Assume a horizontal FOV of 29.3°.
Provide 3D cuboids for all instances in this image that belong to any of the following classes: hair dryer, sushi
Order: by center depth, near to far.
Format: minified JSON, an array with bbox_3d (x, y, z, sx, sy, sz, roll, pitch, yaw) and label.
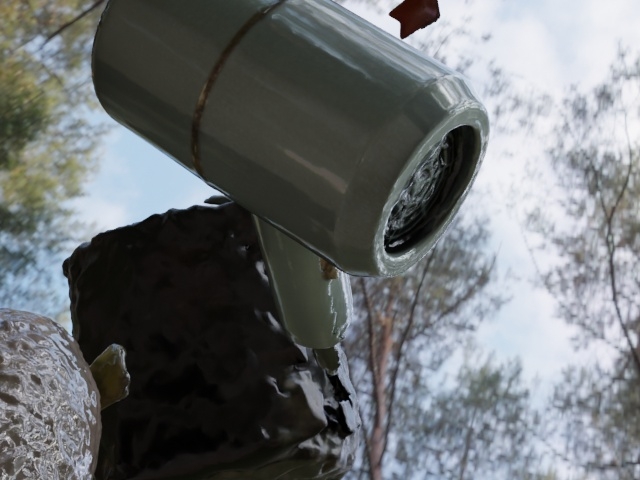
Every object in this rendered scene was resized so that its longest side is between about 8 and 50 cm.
[{"bbox_3d":[0.000,0.000,0.686,0.173,0.107,0.357,35,-20,24],"label":"hair dryer"},{"bbox_3d":[-0.108,0.120,1.238,0.281,0.299,0.294,-7,-105,-6],"label":"sushi"}]

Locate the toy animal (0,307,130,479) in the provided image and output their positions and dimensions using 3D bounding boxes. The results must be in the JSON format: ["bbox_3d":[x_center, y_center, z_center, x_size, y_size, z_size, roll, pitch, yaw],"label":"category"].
[{"bbox_3d":[-0.250,0.153,0.853,0.188,0.358,0.227,22,-95,-10],"label":"toy animal"}]

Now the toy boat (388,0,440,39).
[{"bbox_3d":[0.019,-0.346,1.234,0.219,0.072,0.318,-12,-87,44],"label":"toy boat"}]
